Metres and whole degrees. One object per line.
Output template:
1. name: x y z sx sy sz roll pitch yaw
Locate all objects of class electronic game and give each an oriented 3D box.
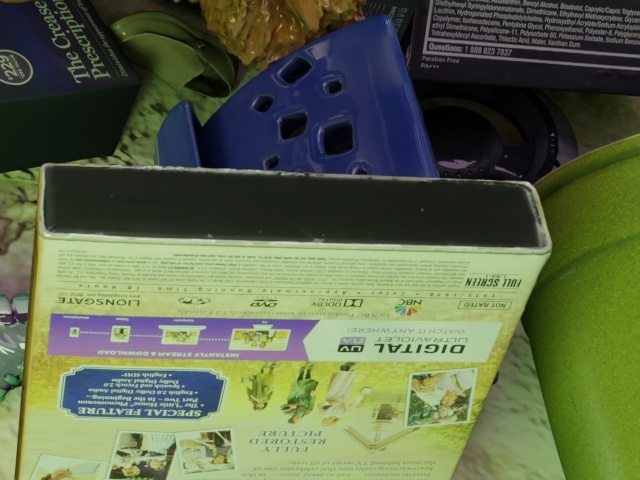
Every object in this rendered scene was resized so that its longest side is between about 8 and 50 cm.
1. electronic game: 0.118 -0.082 1.629 0.229 0.048 0.229 2 50 -2

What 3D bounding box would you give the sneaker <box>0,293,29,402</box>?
1. sneaker: -0.232 0.093 1.417 0.224 0.083 0.098 1 74 -6

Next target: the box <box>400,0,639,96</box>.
1. box: 0.201 -0.294 1.614 0.296 0.294 0.183 3 17 -19

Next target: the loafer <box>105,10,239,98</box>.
1. loafer: -0.128 -0.163 1.605 0.148 0.056 0.050 10 56 -39

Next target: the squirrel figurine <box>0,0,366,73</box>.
1. squirrel figurine: -0.117 -0.303 1.394 0.397 0.370 0.281 25 77 -27

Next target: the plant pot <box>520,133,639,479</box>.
1. plant pot: 0.328 0.146 1.348 0.366 0.366 0.353 4 65 -10

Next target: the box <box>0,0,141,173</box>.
1. box: -0.301 -0.184 1.558 0.184 0.103 0.261 -15 58 -35

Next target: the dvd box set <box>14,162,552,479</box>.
1. dvd box set: -0.048 0.112 1.211 0.308 0.420 0.062 1 50 -11

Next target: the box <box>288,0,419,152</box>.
1. box: 0.014 -0.217 1.572 0.059 0.232 0.183 4 41 -25

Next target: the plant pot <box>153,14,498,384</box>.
1. plant pot: 0.000 0.000 1.417 0.212 0.236 0.236 -17 57 4

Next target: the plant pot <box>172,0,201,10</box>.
1. plant pot: -0.060 -0.418 1.698 0.323 0.280 0.323 6 52 -7
